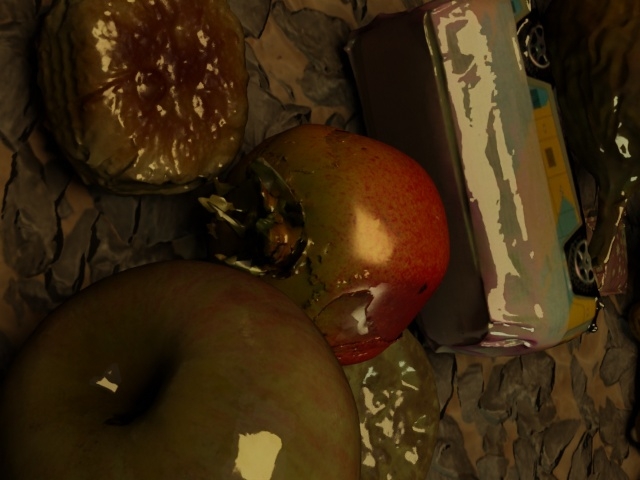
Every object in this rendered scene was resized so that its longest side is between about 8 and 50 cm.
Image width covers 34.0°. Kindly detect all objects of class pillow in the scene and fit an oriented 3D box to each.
[{"bbox_3d":[0.340,0.020,1.304,0.185,0.043,0.118,-3,89,-53],"label":"pillow"}]

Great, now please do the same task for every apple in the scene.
[{"bbox_3d":[-0.094,0.150,0.756,0.234,0.257,0.257,56,46,-54],"label":"apple"}]

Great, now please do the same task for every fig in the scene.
[{"bbox_3d":[0.360,-0.140,1.237,0.286,0.286,0.368,32,80,-34],"label":"fig"}]

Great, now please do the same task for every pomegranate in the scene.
[{"bbox_3d":[0.000,0.000,0.888,0.235,0.210,0.210,20,68,-59],"label":"pomegranate"}]

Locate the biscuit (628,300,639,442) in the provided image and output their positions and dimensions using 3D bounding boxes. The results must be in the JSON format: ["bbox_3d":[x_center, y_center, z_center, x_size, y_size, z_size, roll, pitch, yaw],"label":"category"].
[{"bbox_3d":[0.476,0.135,1.405,0.197,0.049,0.301,13,74,-39],"label":"biscuit"}]

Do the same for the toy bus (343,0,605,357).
[{"bbox_3d":[0.151,-0.060,1.077,0.162,0.171,0.386,-16,93,-33],"label":"toy bus"}]

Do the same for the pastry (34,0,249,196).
[{"bbox_3d":[-0.140,-0.132,0.863,0.182,0.093,0.192,-10,93,-44],"label":"pastry"}]

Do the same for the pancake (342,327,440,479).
[{"bbox_3d":[0.025,0.179,0.992,0.236,0.042,0.222,-51,120,-32],"label":"pancake"}]
